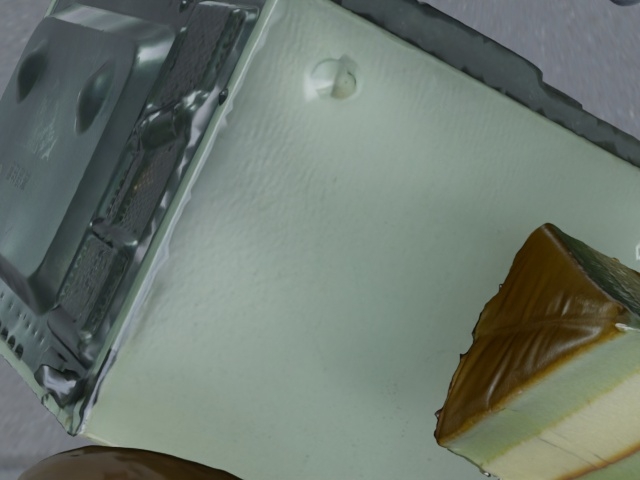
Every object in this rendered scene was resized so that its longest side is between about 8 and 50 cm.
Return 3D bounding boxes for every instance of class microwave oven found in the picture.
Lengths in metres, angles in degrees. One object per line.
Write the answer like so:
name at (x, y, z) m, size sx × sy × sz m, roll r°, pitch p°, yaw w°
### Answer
microwave oven at (0.000, 0.000, 0.978) m, size 0.333 × 0.394 × 0.247 m, roll 27°, pitch 89°, yaw -24°

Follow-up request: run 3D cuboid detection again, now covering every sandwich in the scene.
sandwich at (0.120, 0.027, 0.675) m, size 0.079 × 0.163 × 0.113 m, roll 29°, pitch 64°, yaw -6°

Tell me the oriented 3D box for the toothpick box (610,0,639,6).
toothpick box at (0.174, -0.242, 0.839) m, size 0.229 × 0.316 × 0.229 m, roll 5°, pitch 121°, yaw 8°

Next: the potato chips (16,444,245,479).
potato chips at (-0.007, 0.117, 0.606) m, size 0.202 × 0.150 × 0.049 m, roll 31°, pitch 89°, yaw -8°
